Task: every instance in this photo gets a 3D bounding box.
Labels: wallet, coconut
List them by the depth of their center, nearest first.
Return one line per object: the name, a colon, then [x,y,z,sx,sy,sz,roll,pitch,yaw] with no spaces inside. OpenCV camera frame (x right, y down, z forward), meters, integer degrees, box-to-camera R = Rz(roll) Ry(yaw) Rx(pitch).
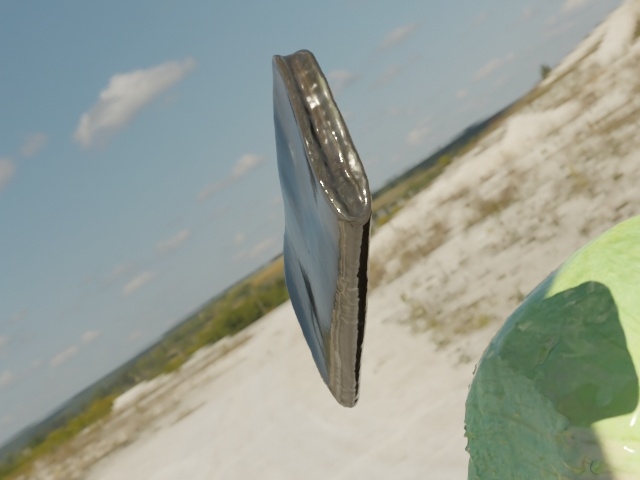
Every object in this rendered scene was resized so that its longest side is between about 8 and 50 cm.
wallet: [0.000,0.000,0.451,0.018,0.082,0.157,-14,-30,-8]
coconut: [0.212,0.128,0.594,0.281,0.328,0.328,-37,-1,4]
